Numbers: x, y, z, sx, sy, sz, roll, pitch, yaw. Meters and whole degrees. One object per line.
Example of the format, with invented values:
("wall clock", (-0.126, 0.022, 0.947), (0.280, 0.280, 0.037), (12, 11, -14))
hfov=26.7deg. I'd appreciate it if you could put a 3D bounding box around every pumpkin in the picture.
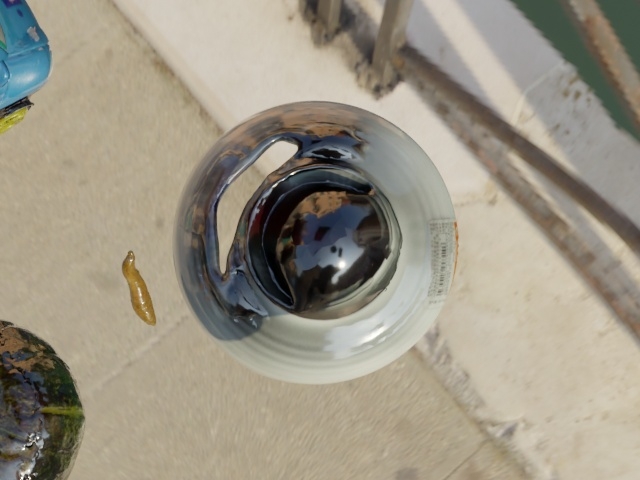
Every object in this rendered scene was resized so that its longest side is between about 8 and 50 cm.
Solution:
("pumpkin", (-0.367, 0.199, 1.429), (0.238, 0.159, 0.238), (-6, 77, 25))

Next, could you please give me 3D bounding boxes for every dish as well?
("dish", (0.000, 0.000, 1.230), (0.273, 0.134, 0.273), (0, 88, -5))

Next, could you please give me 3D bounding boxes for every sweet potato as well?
("sweet potato", (-0.215, 0.056, 1.577), (0.026, 0.115, 0.026), (-10, 38, 8))

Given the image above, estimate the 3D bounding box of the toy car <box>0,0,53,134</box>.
("toy car", (-0.334, -0.170, 1.099), (0.198, 0.166, 0.314), (58, 37, -2))
